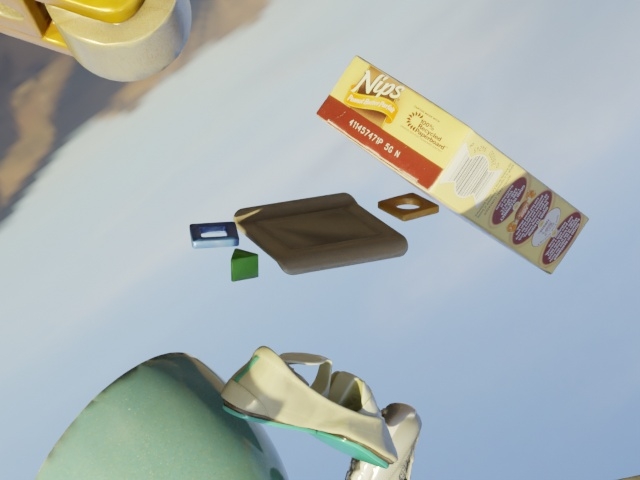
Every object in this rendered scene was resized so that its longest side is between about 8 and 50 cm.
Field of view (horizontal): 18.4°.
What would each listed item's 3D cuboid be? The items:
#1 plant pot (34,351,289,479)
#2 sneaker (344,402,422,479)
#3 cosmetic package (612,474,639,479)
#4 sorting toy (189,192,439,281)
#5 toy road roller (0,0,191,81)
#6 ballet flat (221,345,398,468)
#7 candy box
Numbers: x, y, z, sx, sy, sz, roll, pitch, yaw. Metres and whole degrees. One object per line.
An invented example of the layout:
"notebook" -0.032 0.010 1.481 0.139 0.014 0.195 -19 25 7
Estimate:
"plant pot" -0.136 0.287 1.995 0.290 0.195 0.290 -40 148 -31
"sneaker" 0.072 0.301 2.097 0.105 0.115 0.281 -70 175 -68
"cosmetic package" 0.371 0.393 2.480 0.309 0.160 0.113 -12 -145 6
"sorting toy" 0.000 0.000 2.622 0.347 0.047 0.196 -10 -155 -20
"toy road roller" -0.246 -0.301 1.686 0.202 0.329 0.241 88 23 -81
"ballet flat" 0.005 0.154 1.868 0.086 0.086 0.248 -32 147 23
"candy box" 0.152 -0.080 2.208 0.087 0.183 0.316 -55 145 3
